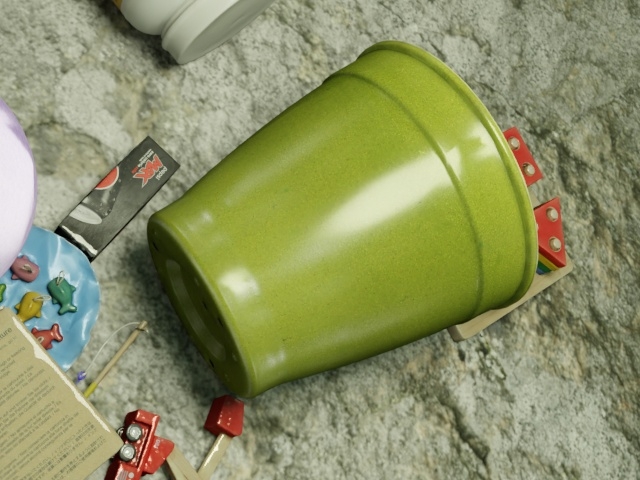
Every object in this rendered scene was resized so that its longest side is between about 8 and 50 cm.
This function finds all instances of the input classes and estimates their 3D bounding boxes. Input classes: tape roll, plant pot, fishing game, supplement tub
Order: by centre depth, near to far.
[{"bbox_3d":[-0.433,-0.052,0.951,0.274,0.090,0.275,3,84,-26],"label":"tape roll"},{"bbox_3d":[-0.340,0.072,1.050,0.264,0.041,0.189,45,73,-8],"label":"fishing game"},{"bbox_3d":[0.000,0.000,1.118,0.353,0.366,0.366,-28,88,-21],"label":"plant pot"},{"bbox_3d":[-0.200,-0.406,1.186,0.228,0.228,0.316,-39,94,-32],"label":"supplement tub"}]

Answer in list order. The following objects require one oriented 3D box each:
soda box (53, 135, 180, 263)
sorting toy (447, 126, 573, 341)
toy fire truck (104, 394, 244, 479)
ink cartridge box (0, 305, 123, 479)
[{"bbox_3d":[-0.248,-0.049,1.147,0.060,0.053,0.169,43,59,-10],"label":"soda box"},{"bbox_3d":[0.250,-0.024,1.384,0.257,0.089,0.255,-27,88,-32],"label":"sorting toy"},{"bbox_3d":[-0.175,0.259,1.091,0.135,0.047,0.192,25,65,-21],"label":"toy fire truck"},{"bbox_3d":[-0.354,0.214,0.962,0.234,0.088,0.193,-40,94,-19],"label":"ink cartridge box"}]
